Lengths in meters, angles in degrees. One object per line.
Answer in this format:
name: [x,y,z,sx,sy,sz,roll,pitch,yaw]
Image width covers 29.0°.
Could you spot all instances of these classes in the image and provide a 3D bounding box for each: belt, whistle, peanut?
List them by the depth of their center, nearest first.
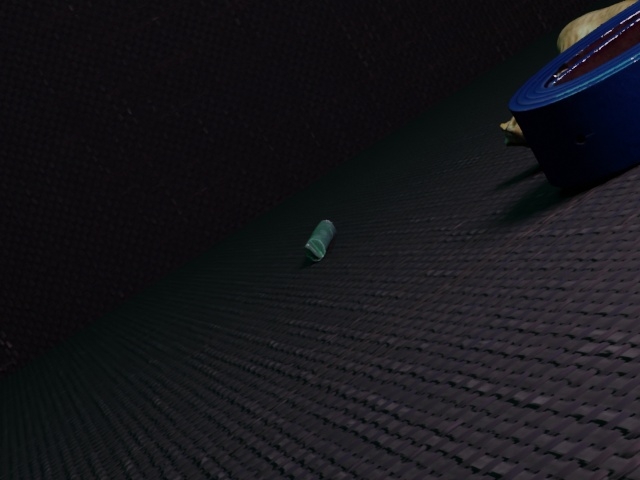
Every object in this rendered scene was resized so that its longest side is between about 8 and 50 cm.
belt: [0.383,-0.199,1.418,0.347,0.117,0.212,-34,15,-12]
peanut: [0.467,-0.308,1.953,0.137,0.122,0.253,-45,17,-27]
whistle: [0.000,0.000,2.124,0.039,0.039,0.186,-30,7,11]

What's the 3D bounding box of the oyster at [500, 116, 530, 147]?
oyster: [0.397,-0.211,1.631,0.271,0.100,0.275,-22,-4,-37]
